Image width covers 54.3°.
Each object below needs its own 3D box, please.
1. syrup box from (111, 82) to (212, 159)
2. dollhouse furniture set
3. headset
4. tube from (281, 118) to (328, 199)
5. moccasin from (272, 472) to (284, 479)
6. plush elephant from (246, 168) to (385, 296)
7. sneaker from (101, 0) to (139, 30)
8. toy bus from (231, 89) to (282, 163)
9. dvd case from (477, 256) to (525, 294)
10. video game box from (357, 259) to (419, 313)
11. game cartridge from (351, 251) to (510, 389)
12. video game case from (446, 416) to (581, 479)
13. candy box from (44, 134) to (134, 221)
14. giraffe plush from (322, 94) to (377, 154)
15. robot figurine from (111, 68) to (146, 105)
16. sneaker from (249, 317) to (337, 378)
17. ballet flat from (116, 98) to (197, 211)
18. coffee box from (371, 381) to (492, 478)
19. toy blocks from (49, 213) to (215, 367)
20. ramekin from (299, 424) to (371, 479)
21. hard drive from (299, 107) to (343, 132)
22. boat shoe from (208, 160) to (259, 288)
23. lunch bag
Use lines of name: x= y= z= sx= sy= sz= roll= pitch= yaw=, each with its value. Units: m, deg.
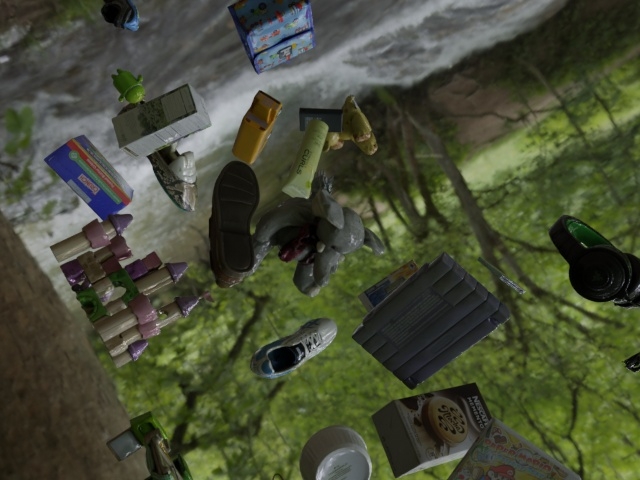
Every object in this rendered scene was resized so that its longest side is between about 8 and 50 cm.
syrup box: x=-0.422 y=-0.313 z=1.657 sx=0.237 sy=0.093 sz=0.096 roll=-23 pitch=163 yaw=9
dollhouse furniture set: x=-0.382 y=0.549 z=1.395 sx=0.151 sy=0.198 sz=0.301 roll=-32 pitch=-159 yaw=-14
headset: x=0.679 y=0.107 z=1.483 sx=0.243 sy=0.394 sz=0.185 roll=12 pitch=125 yaw=-37
tube: x=-0.037 y=-0.220 z=1.730 sx=0.062 sy=0.070 sz=0.240 roll=91 pitch=16 yaw=-69
moccasin: x=-0.142 y=0.761 z=1.781 sx=0.380 sy=0.139 sz=0.147 roll=2 pitch=128 yaw=-17
plush elephant: x=0.000 y=0.000 z=1.492 sx=0.255 sy=0.272 sz=0.330 roll=26 pitch=-94 yaw=54
sneaker: x=-0.518 y=-0.591 z=1.572 sx=0.078 sy=0.188 sz=0.067 roll=-9 pitch=139 yaw=-34
toy bus: x=-0.250 y=-0.435 z=2.417 sx=0.130 sy=0.108 sz=0.333 roll=-60 pitch=-176 yaw=-26
dvd case: x=0.446 y=0.087 z=1.536 sx=0.119 sy=0.087 sz=0.013 roll=30 pitch=102 yaw=-40
video game box: x=0.243 y=0.187 z=1.857 sx=0.205 sy=0.187 sz=0.048 roll=-34 pitch=157 yaw=2
game cartridge: x=0.265 y=0.206 z=1.566 sx=0.355 sy=0.230 sz=0.068 roll=-46 pitch=179 yaw=33
video game case: x=0.420 y=0.540 z=1.384 sx=0.206 sy=0.227 sz=0.026 roll=-56 pitch=174 yaw=7
candy box: x=-0.760 y=-0.214 z=2.087 sx=0.122 sy=0.268 sz=0.317 roll=-40 pitch=-161 yaw=-3
giraffe plush: x=0.070 y=-0.362 z=2.063 sx=0.170 sy=0.210 sz=0.181 roll=-25 pitch=-147 yaw=13
robot figurine: x=-0.580 y=-0.465 z=1.890 sx=0.101 sy=0.115 sz=0.067 roll=-42 pitch=174 yaw=10
sneaker: x=-0.046 y=0.242 z=1.397 sx=0.237 sy=0.085 sz=0.086 roll=-24 pitch=-167 yaw=-36
ballet flat: x=-0.593 y=-0.342 z=2.395 sx=0.182 sy=0.483 sz=0.164 roll=-37 pitch=178 yaw=25
coffee box: x=0.304 y=0.488 z=1.628 sx=0.297 sy=0.168 sz=0.119 roll=-2 pitch=147 yaw=-35
toy blocks: x=-0.437 y=0.108 z=1.487 sx=0.260 sy=0.288 sz=0.309 roll=-30 pitch=160 yaw=-22
ramekin: x=0.065 y=0.836 z=2.305 sx=0.273 sy=0.273 sz=0.127 roll=-30 pitch=-164 yaw=-10
hard drive: x=0.002 y=-0.373 z=1.944 sx=0.135 sy=0.022 sz=0.094 roll=3 pitch=151 yaw=1
boat shoe: x=-0.210 y=-0.040 z=1.416 sx=0.110 sy=0.307 sz=0.104 roll=17 pitch=144 yaw=-23
lunch bag: x=-0.140 y=-0.661 z=1.996 sx=0.221 sy=0.138 sz=0.293 roll=-29 pitch=161 yaw=-3
